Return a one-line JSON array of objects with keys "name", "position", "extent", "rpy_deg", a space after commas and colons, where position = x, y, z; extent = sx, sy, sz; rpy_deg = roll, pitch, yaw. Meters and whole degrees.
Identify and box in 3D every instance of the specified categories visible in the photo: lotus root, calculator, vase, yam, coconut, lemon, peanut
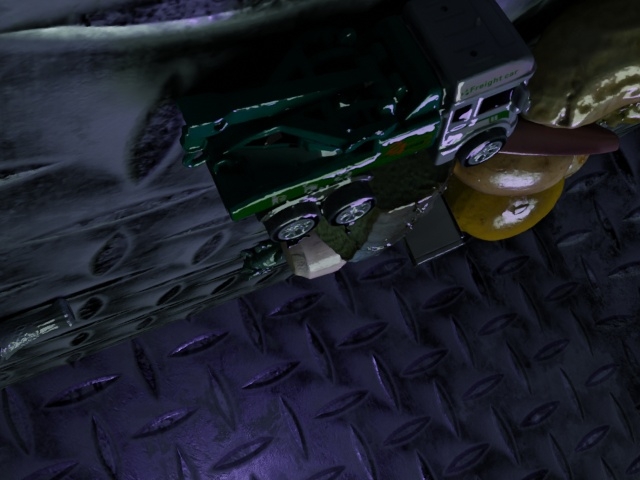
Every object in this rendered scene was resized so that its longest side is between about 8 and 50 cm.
[{"name": "lotus root", "position": [0.339, -0.173, 1.281], "extent": [0.310, 0.182, 0.183], "rpy_deg": [-3, 169, -11]}, {"name": "calculator", "position": [0.307, -0.184, 0.999], "extent": [0.330, 0.220, 0.048], "rpy_deg": [-3, 119, -31]}, {"name": "vase", "position": [-0.571, 0.171, 1.305], "extent": [0.149, 0.081, 0.081], "rpy_deg": [-24, 174, -17]}, {"name": "yam", "position": [0.074, -0.101, 0.934], "extent": [0.201, 0.202, 0.271], "rpy_deg": [-44, 176, -12]}, {"name": "coconut", "position": [0.000, 0.000, 1.538], "extent": [0.183, 0.170, 0.171], "rpy_deg": [-19, 172, -12]}, {"name": "lemon", "position": [0.414, -0.132, 1.507], "extent": [0.261, 0.260, 0.284], "rpy_deg": [-17, 157, -41]}, {"name": "peanut", "position": [0.422, -0.260, 0.867], "extent": [0.340, 0.174, 0.158], "rpy_deg": [-11, -170, 19]}]

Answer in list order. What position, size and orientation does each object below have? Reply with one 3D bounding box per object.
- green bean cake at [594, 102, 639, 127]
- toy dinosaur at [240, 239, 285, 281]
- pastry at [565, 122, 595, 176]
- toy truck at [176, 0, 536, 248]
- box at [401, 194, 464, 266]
[{"name": "green bean cake", "position": [0.580, -0.291, 1.065], "extent": [0.285, 0.202, 0.310], "rpy_deg": [-26, 173, 35]}, {"name": "toy dinosaur", "position": [-0.135, 0.036, 1.711], "extent": [0.120, 0.079, 0.292], "rpy_deg": [-25, 178, -35]}, {"name": "pastry", "position": [0.632, -0.240, 1.761], "extent": [0.237, 0.170, 0.256], "rpy_deg": [-21, 178, 0]}, {"name": "toy truck", "position": [0.036, -0.129, 0.660], "extent": [0.364, 0.176, 0.178], "rpy_deg": [-21, 160, -13]}, {"name": "box", "position": [0.224, -0.067, 1.485], "extent": [0.117, 0.225, 0.225], "rpy_deg": [-24, 174, 4]}]
